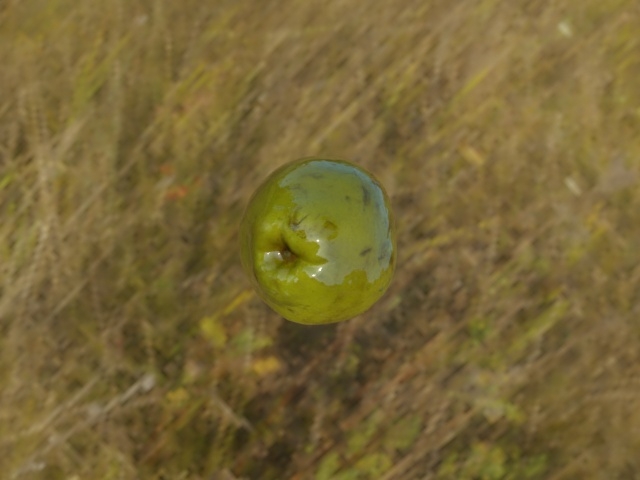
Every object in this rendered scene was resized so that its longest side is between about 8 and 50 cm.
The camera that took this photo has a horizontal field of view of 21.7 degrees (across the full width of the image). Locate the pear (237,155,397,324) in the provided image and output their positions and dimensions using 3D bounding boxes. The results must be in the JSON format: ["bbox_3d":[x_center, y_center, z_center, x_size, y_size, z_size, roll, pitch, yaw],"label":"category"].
[{"bbox_3d":[0.000,0.000,1.058,0.107,0.107,0.131,50,16,8],"label":"pear"}]
